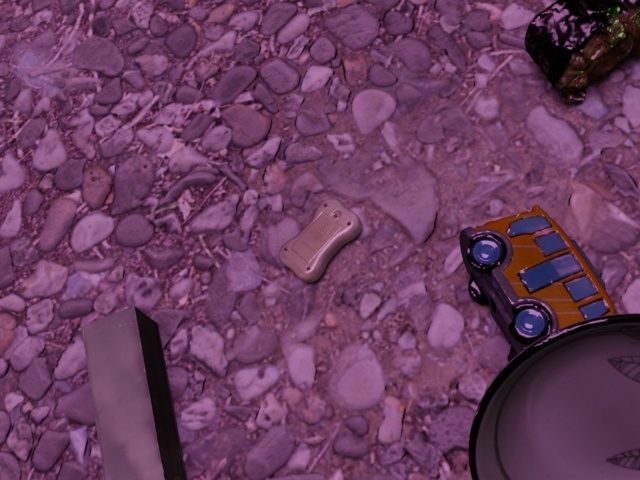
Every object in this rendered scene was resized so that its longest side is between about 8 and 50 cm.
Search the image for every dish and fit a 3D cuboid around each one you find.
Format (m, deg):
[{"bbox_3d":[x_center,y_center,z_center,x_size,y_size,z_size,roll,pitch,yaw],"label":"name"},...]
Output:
[{"bbox_3d":[0.310,0.200,0.935,0.316,0.317,0.106,-25,18,7],"label":"dish"}]

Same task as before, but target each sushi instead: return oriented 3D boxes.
[{"bbox_3d":[0.385,-0.297,1.157,0.212,0.147,0.115,-32,60,-1],"label":"sushi"}]

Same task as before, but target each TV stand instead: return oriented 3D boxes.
[{"bbox_3d":[-0.254,0.236,1.179,0.088,0.083,0.270,-20,62,7],"label":"TV stand"}]

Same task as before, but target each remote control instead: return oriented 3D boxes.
[{"bbox_3d":[0.000,0.000,1.222,0.122,0.032,0.074,-47,61,-6],"label":"remote control"}]

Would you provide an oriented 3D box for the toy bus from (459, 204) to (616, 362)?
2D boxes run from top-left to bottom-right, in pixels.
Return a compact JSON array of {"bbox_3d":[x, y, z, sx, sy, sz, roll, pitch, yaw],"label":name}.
[{"bbox_3d":[0.266,0.060,1.055,0.136,0.126,0.210,-26,61,-3],"label":"toy bus"}]
